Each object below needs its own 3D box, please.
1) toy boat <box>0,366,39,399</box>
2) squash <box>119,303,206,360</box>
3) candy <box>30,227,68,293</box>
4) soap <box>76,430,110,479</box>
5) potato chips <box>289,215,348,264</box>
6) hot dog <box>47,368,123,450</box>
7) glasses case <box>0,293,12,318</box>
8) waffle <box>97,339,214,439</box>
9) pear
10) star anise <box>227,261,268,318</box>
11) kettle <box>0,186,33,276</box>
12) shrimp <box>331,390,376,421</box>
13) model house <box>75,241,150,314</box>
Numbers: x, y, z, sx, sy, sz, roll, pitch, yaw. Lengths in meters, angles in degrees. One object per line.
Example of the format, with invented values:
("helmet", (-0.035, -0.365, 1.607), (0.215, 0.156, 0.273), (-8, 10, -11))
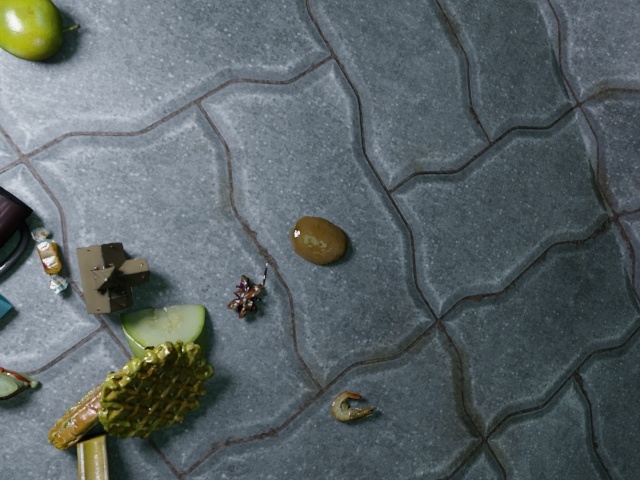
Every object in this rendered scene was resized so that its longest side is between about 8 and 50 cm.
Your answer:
("toy boat", (-0.823, 0.364, 1.292), (0.184, 0.071, 0.089), (11, 83, -22))
("squash", (-0.446, 0.313, 1.477), (0.236, 0.155, 0.204), (-6, 54, -21))
("candy", (-0.721, 0.053, 1.356), (0.053, 0.046, 0.182), (-17, 90, -18))
("soap", (-0.588, 0.628, 1.320), (0.080, 0.258, 0.160), (-3, 134, -25))
("potato chips", (0.000, 0.000, 1.651), (0.201, 0.049, 0.150), (26, 74, -14))
("hot dog", (-0.602, 0.446, 1.356), (0.269, 0.115, 0.072), (-41, 122, -21))
("glasses case", (-0.922, 0.237, 1.240), (0.301, 0.070, 0.117), (-48, 145, -16))
("waffle", (-0.435, 0.400, 1.370), (0.324, 0.068, 0.302), (-21, 129, -38))
("pear", (-0.736, -0.552, 1.315), (0.216, 0.166, 0.180), (-4, 77, -44))
("star anise", (-0.209, 0.149, 1.552), (0.097, 0.070, 0.191), (26, 77, -17))
("kettle", (-0.846, -0.017, 1.273), (0.232, 0.144, 0.202), (-54, 137, -8))
("shrimp", (0.111, 0.550, 1.693), (0.162, 0.045, 0.095), (-2, 69, -17))
("model house", (-0.535, 0.095, 1.321), (0.176, 0.248, 0.181), (-9, 93, -22))
